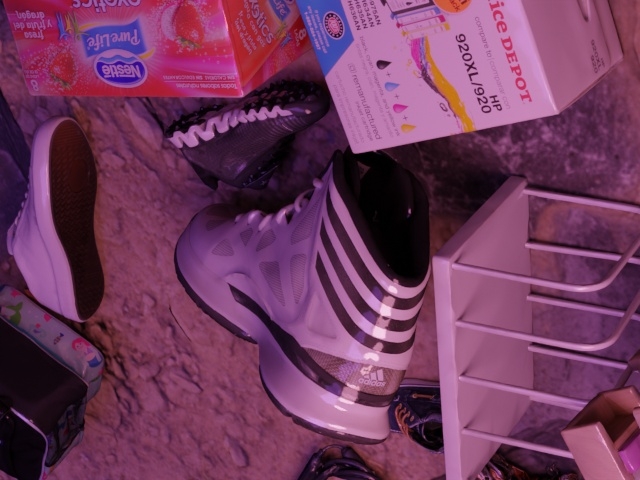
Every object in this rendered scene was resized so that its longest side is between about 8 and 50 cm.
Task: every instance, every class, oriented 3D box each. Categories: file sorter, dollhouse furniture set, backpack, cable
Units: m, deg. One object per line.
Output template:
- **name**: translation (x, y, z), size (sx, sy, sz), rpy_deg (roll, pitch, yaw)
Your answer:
- **file sorter**: translation (0.237, 0.108, 1.606), size (0.173, 0.193, 0.277), rpy_deg (9, 121, 28)
- **dollhouse furniture set**: translation (0.441, 0.155, 1.426), size (0.303, 0.286, 0.198), rpy_deg (-22, 103, 52)
- **backpack**: translation (-0.406, 0.199, 2.099), size (0.225, 0.191, 0.253), rpy_deg (34, 144, 13)
- **cable**: translation (0.031, 0.342, 1.992), size (0.150, 0.047, 0.184), rpy_deg (34, 128, 8)

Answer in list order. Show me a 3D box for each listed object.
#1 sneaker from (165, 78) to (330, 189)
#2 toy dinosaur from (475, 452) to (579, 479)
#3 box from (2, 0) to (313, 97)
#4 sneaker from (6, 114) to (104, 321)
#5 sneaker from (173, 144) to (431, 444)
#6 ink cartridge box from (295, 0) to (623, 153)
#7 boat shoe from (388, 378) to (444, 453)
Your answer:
- **sneaker**: translation (-0.066, -0.111, 1.769), size (0.234, 0.078, 0.106), rpy_deg (-12, 112, 42)
- **toy dinosaur**: translation (0.282, 0.345, 1.768), size (0.322, 0.164, 0.218), rpy_deg (34, 145, -1)
- **box**: translation (-0.177, -0.246, 1.714), size (0.300, 0.154, 0.142), rpy_deg (3, 118, 32)
- **sneaker**: translation (-0.350, -0.031, 1.989), size (0.123, 0.106, 0.290), rpy_deg (17, 126, 23)
- **sneaker**: translation (0.001, 0.000, 1.670), size (0.447, 0.169, 0.257), rpy_deg (46, 117, 56)
- **ink cartridge box**: translation (0.135, -0.204, 1.507), size (0.233, 0.168, 0.171), rpy_deg (-9, 110, 37)
- **boat shoe**: translation (0.110, 0.203, 1.821), size (0.183, 0.083, 0.065), rpy_deg (-10, 109, 39)
